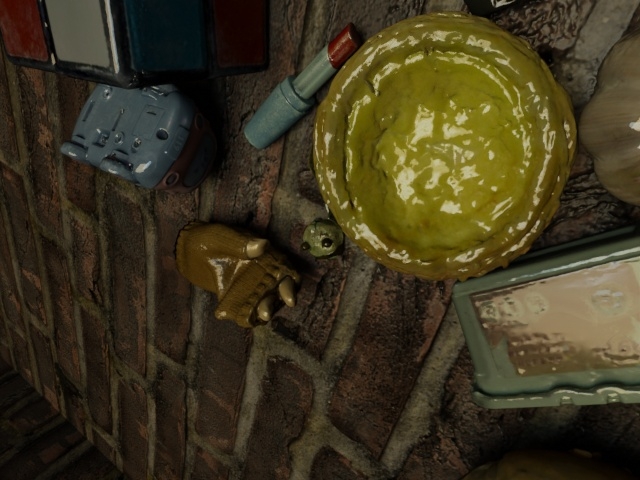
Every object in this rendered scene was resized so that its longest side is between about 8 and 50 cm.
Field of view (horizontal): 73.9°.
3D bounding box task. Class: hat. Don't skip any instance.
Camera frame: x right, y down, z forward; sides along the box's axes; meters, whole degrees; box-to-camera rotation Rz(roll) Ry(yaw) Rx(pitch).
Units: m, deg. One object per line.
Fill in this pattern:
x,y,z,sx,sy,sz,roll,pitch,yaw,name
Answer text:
0.000,0.001,0.821,0.077,0.059,0.076,15,113,33,hat

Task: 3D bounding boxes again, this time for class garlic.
0.385,-0.134,0.440,0.228,0.152,0.227,0,94,5,garlic

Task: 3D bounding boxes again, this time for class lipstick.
-0.033,-0.256,0.727,0.274,0.061,0.068,-33,88,39,lipstick

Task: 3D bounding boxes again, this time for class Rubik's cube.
-0.293,-0.430,0.667,0.316,0.318,0.313,19,121,27,Rubik's cube

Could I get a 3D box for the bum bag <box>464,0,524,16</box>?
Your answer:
0.295,-0.361,0.451,0.327,0.080,0.142,-6,110,35,bum bag

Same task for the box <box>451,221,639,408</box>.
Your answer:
0.339,0.100,0.576,0.312,0.175,0.182,-23,87,38,box

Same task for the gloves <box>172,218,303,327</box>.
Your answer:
-0.174,0.057,0.900,0.357,0.155,0.203,27,117,41,gloves

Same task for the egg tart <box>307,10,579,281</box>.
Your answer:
0.156,-0.114,0.586,0.346,0.132,0.345,5,108,15,egg tart

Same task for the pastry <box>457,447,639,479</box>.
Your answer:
0.386,0.502,0.658,0.410,0.245,0.409,14,116,32,pastry

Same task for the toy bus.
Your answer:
-0.339,-0.199,0.865,0.294,0.232,0.197,20,84,29,toy bus
